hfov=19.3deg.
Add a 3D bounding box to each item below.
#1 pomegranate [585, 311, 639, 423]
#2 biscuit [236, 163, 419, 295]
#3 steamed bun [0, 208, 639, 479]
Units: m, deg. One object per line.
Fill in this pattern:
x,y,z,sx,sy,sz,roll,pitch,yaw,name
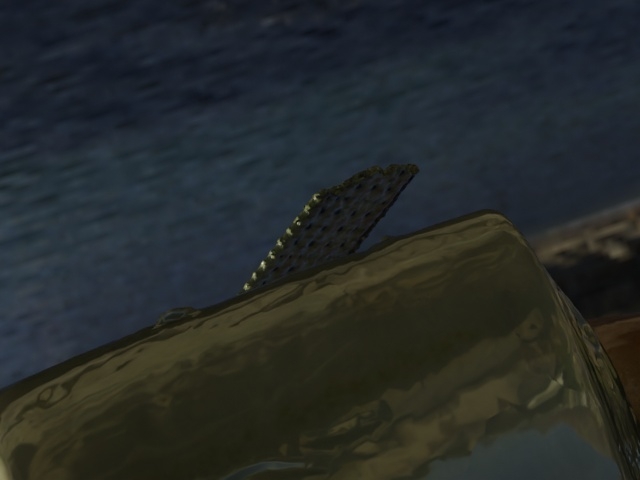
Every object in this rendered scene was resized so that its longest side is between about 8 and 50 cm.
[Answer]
0.238,0.167,1.381,0.248,0.248,0.248,-19,175,-2,pomegranate
0.001,0.001,1.837,0.203,0.016,0.144,-52,153,21,biscuit
0.026,0.220,1.090,0.371,0.290,0.456,-19,143,-3,steamed bun
